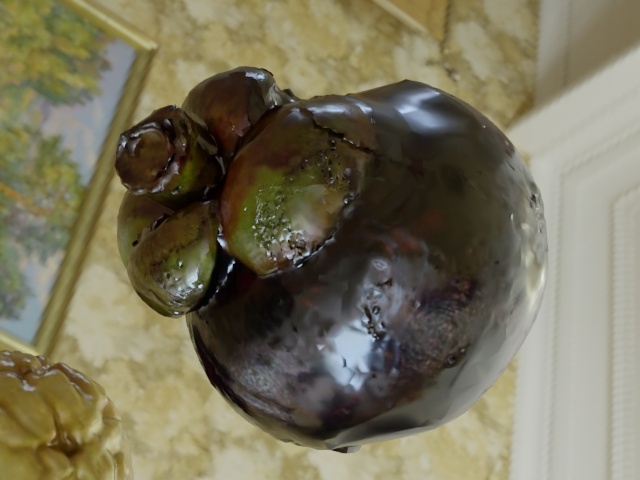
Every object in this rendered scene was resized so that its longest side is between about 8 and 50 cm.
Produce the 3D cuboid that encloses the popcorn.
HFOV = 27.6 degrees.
[{"bbox_3d":[-0.384,0.345,1.605,0.390,0.354,0.344,-45,159,-10],"label":"popcorn"}]

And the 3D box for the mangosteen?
[{"bbox_3d":[0.004,0.022,1.269,0.381,0.421,0.381,-178,-90,-77],"label":"mangosteen"}]
